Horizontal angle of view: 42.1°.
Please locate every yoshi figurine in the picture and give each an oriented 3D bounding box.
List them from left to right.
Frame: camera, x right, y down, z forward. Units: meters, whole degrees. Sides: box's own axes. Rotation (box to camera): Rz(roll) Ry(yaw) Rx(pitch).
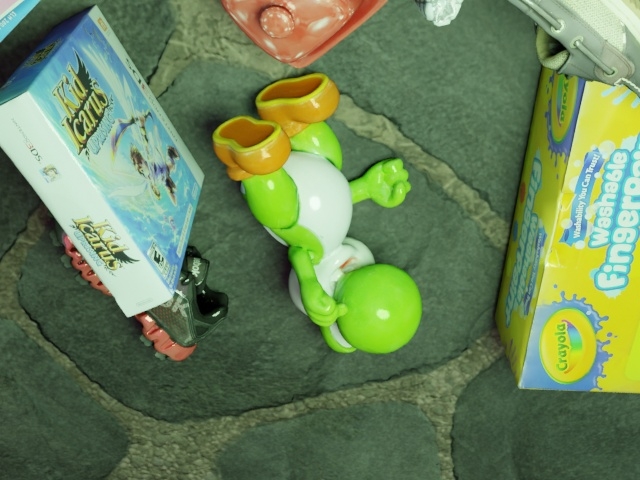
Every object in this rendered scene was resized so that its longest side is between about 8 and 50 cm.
[{"bbox_3d":[0.025,-0.001,0.987,0.204,0.203,0.362,-20,123,5],"label":"yoshi figurine"}]

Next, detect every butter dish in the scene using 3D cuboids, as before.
[{"bbox_3d":[-0.033,-0.249,0.860,0.160,0.118,0.160,-31,117,35],"label":"butter dish"}]

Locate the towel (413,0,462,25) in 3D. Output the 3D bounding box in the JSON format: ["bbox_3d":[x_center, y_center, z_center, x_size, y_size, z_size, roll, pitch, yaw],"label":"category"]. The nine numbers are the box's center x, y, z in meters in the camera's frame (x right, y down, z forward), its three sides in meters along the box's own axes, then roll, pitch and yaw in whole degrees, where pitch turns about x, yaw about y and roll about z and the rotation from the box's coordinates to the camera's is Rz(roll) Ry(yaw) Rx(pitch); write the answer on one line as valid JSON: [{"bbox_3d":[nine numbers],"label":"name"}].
[{"bbox_3d":[0.110,-0.359,0.737,0.121,0.235,0.283,21,119,-8],"label":"towel"}]

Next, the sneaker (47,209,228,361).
[{"bbox_3d":[-0.220,0.034,1.061,0.135,0.097,0.276,-30,119,18],"label":"sneaker"}]

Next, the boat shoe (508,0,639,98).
[{"bbox_3d":[0.225,-0.187,0.715,0.092,0.103,0.285,-38,135,23],"label":"boat shoe"}]

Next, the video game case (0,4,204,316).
[{"bbox_3d":[-0.221,-0.094,0.880,0.061,0.269,0.244,-24,119,13],"label":"video game case"}]

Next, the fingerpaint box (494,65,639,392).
[{"bbox_3d":[0.430,-0.041,0.971,0.371,0.163,0.444,2,120,-2],"label":"fingerpaint box"}]

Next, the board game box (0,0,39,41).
[{"bbox_3d":[-0.345,-0.217,0.823,0.316,0.242,0.064,-37,116,21],"label":"board game box"}]
